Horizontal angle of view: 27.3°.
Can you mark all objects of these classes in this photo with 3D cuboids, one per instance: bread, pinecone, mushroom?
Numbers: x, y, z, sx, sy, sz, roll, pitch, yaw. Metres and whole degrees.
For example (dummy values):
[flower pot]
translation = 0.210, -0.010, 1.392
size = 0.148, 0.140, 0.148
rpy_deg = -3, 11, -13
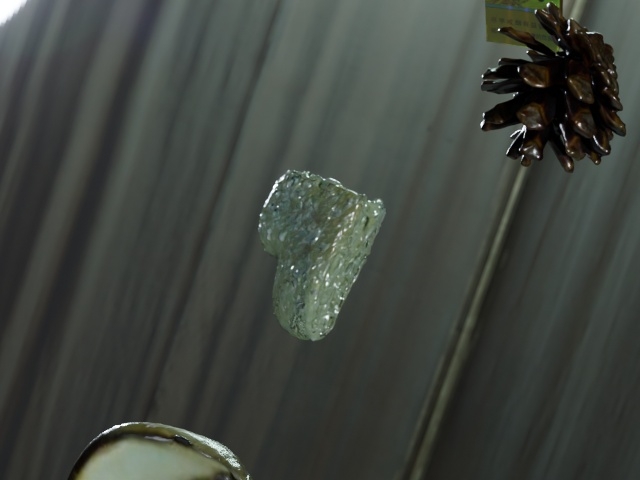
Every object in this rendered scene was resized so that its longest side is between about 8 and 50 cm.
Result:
[bread]
translation = 0.000, 0.000, 1.529
size = 0.172, 0.232, 0.064
rpy_deg = -27, -39, 26
[pinecone]
translation = 0.316, -0.199, 1.808
size = 0.229, 0.201, 0.202
rpy_deg = 58, 25, 10
[mushroom]
translation = -0.165, 0.340, 1.696
size = 0.292, 0.217, 0.212
rpy_deg = 23, 12, 37

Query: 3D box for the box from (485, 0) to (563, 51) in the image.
[box]
translation = 0.316, -0.386, 2.049
size = 0.121, 0.030, 0.193
rpy_deg = 12, -43, 20
